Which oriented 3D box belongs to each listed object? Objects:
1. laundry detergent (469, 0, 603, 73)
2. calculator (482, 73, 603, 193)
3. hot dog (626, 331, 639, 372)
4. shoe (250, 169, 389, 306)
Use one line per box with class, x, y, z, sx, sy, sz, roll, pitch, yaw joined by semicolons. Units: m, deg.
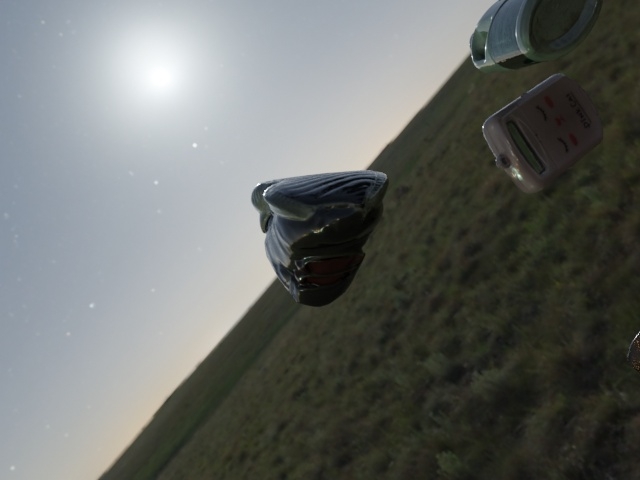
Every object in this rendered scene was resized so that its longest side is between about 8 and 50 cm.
laundry detergent;0.211;-0.226;0.776;0.099;0.070;0.226;-62;10;3
calculator;0.254;-0.122;0.821;0.175;0.100;0.032;-34;1;-30
hot dog;0.640;0.195;1.071;0.107;0.326;0.194;-24;-34;-61
shoe;0.000;0.000;0.605;0.099;0.112;0.227;-8;8;-12
